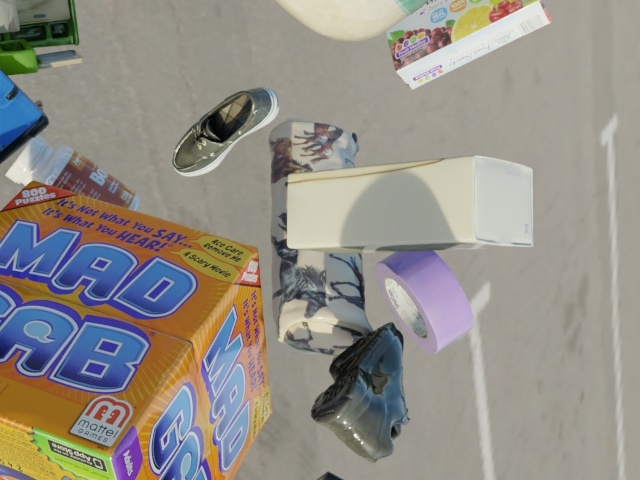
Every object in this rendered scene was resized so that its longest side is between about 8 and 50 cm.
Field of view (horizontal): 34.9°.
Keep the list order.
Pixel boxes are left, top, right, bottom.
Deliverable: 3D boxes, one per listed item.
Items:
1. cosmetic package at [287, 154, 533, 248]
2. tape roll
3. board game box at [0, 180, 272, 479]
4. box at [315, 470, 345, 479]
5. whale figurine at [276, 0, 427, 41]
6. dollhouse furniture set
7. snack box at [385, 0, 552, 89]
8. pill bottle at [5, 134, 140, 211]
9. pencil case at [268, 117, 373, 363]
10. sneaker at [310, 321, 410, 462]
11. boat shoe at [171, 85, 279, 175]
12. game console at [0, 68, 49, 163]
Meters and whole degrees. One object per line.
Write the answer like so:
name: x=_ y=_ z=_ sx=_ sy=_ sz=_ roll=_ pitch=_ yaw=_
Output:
cosmetic package: x=0.118 y=-0.043 z=1.400 sx=0.160 sy=0.310 sz=0.113 roll=5 pitch=83 yaw=-52
tape roll: x=0.181 y=0.099 z=1.787 sx=0.080 sy=0.189 sz=0.189 roll=-31 pitch=128 yaw=-13
board game box: x=-0.307 y=0.200 z=1.363 sx=0.356 sy=0.357 sz=0.356 roll=89 pitch=24 yaw=-44
box: x=-0.051 y=0.484 z=1.424 sx=0.060 sy=0.216 sz=0.270 roll=31 pitch=47 yaw=-8
whale figurine: x=-0.018 y=-0.234 z=0.512 sx=0.272 sy=0.141 sz=0.216 roll=50 pitch=12 yaw=-26
dollhouse furniture set: x=-0.442 y=-0.421 z=1.531 sx=0.151 sy=0.197 sz=0.301 roll=-12 pitch=117 yaw=-22
snack box: x=0.128 y=-0.211 z=0.925 sx=0.037 sy=0.141 sz=0.100 roll=42 pitch=31 yaw=-49
pill bottle: x=-0.439 y=-0.091 z=1.799 sx=0.216 sy=0.121 sz=0.121 roll=36 pitch=58 yaw=-18
pencil case: x=0.000 y=0.000 z=1.720 sx=0.183 sy=0.160 sz=0.410 roll=34 pitch=45 yaw=-50
sneaker: x=0.077 y=0.225 z=1.499 sx=0.130 sy=0.109 sz=0.286 roll=50 pitch=29 yaw=-8
boat shoe: x=-0.103 y=-0.109 z=1.000 sx=0.040 sy=0.142 sz=0.049 roll=-9 pitch=69 yaw=-57
game console: x=-0.563 y=-0.147 z=1.494 sx=0.293 sy=0.173 sz=0.250 roll=-41 pitch=141 yaw=-4
